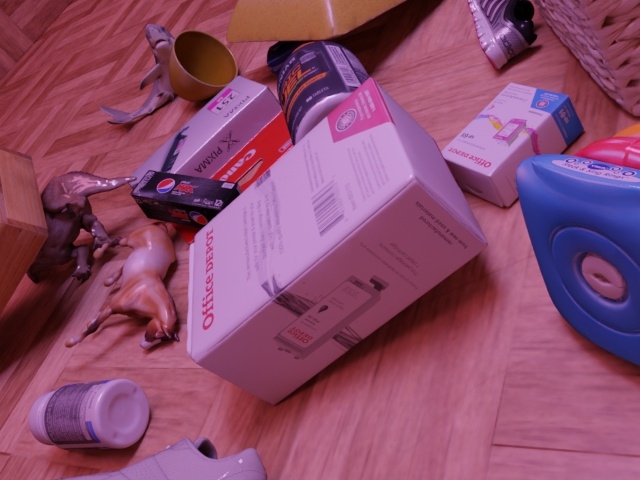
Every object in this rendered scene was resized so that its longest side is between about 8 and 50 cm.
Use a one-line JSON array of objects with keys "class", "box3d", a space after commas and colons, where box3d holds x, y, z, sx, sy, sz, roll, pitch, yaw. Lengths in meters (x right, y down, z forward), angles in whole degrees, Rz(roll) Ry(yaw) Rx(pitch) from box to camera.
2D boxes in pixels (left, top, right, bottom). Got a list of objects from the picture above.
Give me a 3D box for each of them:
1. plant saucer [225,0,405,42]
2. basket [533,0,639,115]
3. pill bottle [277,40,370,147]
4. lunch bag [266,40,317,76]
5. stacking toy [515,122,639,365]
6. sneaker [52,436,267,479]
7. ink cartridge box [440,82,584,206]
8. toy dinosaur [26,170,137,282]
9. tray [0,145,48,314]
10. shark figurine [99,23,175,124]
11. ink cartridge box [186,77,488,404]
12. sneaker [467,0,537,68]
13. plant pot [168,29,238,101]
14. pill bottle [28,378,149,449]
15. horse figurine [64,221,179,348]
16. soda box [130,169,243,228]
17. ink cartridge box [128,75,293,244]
[{"class": "plant saucer", "box3d": [0.033, -0.435, 1.151, 0.333, 0.081, 0.333, -36, 31, -24]}, {"class": "basket", "box3d": [0.354, -0.362, 0.693, 0.328, 0.266, 0.331, -28, 37, 16]}, {"class": "pill bottle", "box3d": [0.011, -0.189, 0.936, 0.130, 0.130, 0.245, -32, 35, 11]}, {"class": "lunch bag", "box3d": [-0.050, -0.323, 1.195, 0.098, 0.065, 0.067, -26, 37, 17]}, {"class": "stacking toy", "box3d": [0.314, -0.051, 0.516, 0.302, 0.165, 0.175, -33, 29, -16]}, {"class": "sneaker", "box3d": [-0.157, 0.245, 0.656, 0.262, 0.099, 0.121, -4, 40, 30]}, {"class": "ink cartridge box", "box3d": [0.201, -0.104, 0.734, 0.122, 0.052, 0.088, -46, 35, -6]}, {"class": "toy dinosaur", "box3d": [-0.446, -0.036, 1.151, 0.295, 0.127, 0.200, -49, 46, 10]}, {"class": "tray", "box3d": [-0.559, 0.072, 1.062, 0.411, 0.076, 0.203, -51, 45, 19]}, {"class": "shark figurine", "box3d": [-0.352, -0.351, 1.463, 0.278, 0.166, 0.116, -47, 54, 37]}, {"class": "ink cartridge box", "box3d": [0.000, 0.000, 0.708, 0.283, 0.117, 0.207, -40, 33, 20]}, {"class": "sneaker", "box3d": [0.241, -0.295, 0.902, 0.075, 0.063, 0.170, -23, 43, 23]}, {"class": "plant pot", "box3d": [-0.242, -0.327, 1.341, 0.095, 0.134, 0.134, -40, 26, 46]}, {"class": "pill bottle", "box3d": [-0.274, 0.205, 0.806, 0.137, 0.078, 0.078, -12, 43, 33]}, {"class": "horse figurine", "box3d": [-0.264, 0.052, 0.978, 0.174, 0.066, 0.263, -25, 38, 23]}, {"class": "soda box", "box3d": [-0.188, -0.057, 0.998, 0.169, 0.060, 0.053, 11, 57, 28]}, {"class": "ink cartridge box", "box3d": [-0.170, -0.141, 1.113, 0.275, 0.060, 0.239, -45, 34, -7]}]
